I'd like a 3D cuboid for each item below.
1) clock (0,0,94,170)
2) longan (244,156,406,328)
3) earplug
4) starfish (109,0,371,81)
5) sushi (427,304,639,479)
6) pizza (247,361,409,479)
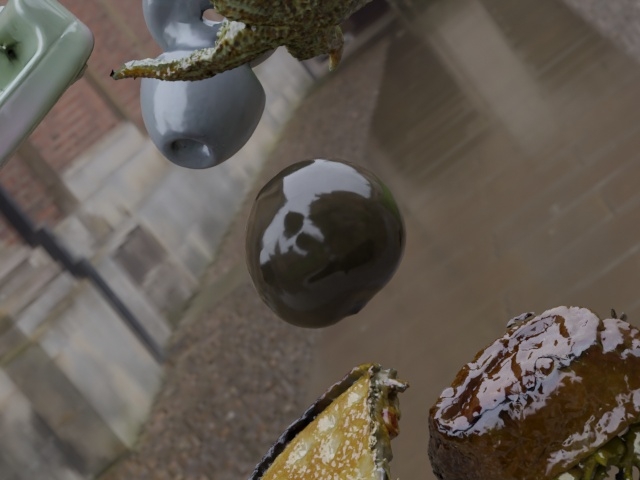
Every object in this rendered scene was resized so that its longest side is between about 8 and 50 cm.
[{"bbox_3d":[-0.368,-0.094,1.414,0.324,0.108,0.265,-55,15,-23],"label":"clock"},{"bbox_3d":[0.000,0.000,1.773,0.220,0.196,0.196,-53,-1,34],"label":"longan"},{"bbox_3d":[-0.161,-0.265,2.059,0.175,0.214,0.326,-76,-5,-78],"label":"earplug"},{"bbox_3d":[-0.024,-0.237,1.311,0.347,0.078,0.358,-7,-25,-26],"label":"starfish"},{"bbox_3d":[0.242,0.184,1.501,0.296,0.179,0.167,-35,26,6],"label":"sushi"},{"bbox_3d":[0.032,0.238,1.505,0.287,0.074,0.251,-4,51,54],"label":"pizza"}]
